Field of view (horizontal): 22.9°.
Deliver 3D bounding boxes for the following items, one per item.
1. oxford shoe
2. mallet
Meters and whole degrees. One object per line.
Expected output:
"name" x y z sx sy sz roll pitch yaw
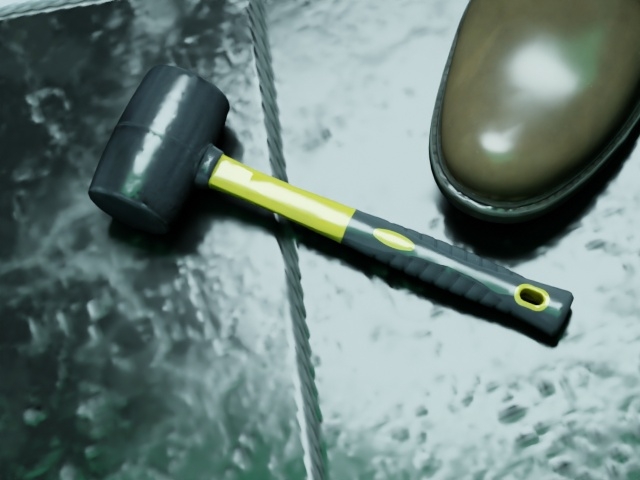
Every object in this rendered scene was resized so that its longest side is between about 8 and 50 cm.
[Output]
"oxford shoe" 0.105 -0.112 0.595 0.083 0.096 0.227 26 77 13
"mallet" 0.000 0.000 0.601 0.190 0.039 0.062 29 75 12
